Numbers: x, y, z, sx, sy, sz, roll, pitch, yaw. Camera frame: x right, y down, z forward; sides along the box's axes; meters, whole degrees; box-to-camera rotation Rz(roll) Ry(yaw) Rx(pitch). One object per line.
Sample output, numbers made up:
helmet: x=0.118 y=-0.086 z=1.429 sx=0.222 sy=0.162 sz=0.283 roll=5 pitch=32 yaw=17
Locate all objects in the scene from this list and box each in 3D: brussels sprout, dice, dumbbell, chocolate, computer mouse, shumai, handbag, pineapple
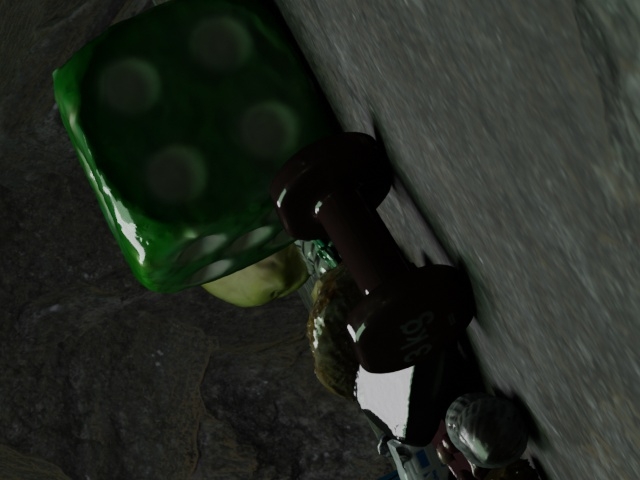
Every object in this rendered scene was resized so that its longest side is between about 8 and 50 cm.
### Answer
brussels sprout: x=-0.122 y=-0.018 z=2.465 sx=0.316 sy=0.242 sz=0.274 roll=140 pitch=128 yaw=-80
dice: x=-0.148 y=-0.126 z=1.728 sx=0.297 sy=0.300 sz=0.287 roll=64 pitch=172 yaw=11
dumbbell: x=0.049 y=0.011 z=1.368 sx=0.225 sy=0.124 sz=0.140 roll=60 pitch=174 yaw=33
chocolate: x=0.167 y=0.191 z=1.394 sx=0.072 sy=0.072 sz=0.167 roll=63 pitch=177 yaw=1
computer mouse: x=0.100 y=0.121 z=1.507 sx=0.122 sy=0.073 sz=0.217 roll=42 pitch=130 yaw=47
shumai: x=0.042 y=0.092 z=1.689 sx=0.209 sy=0.161 sz=0.153 roll=43 pitch=-173 yaw=-45
handbag: x=0.161 y=0.223 z=1.622 sx=0.216 sy=0.074 sz=0.203 roll=59 pitch=174 yaw=42
pineapple: x=0.226 y=0.304 z=1.425 sx=0.159 sy=0.074 sz=0.074 roll=55 pitch=174 yaw=5

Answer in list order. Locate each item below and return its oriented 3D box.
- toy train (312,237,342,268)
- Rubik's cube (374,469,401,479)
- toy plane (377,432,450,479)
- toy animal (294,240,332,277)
toy train: x=0.036 y=0.013 z=1.866 sx=0.104 sy=0.071 sz=0.178 roll=54 pitch=178 yaw=-24
Rubik's cube: x=0.139 y=0.528 z=2.298 sx=0.255 sy=0.259 sz=0.260 roll=62 pitch=179 yaw=1
toy plane: x=0.132 y=0.268 z=1.998 sx=0.182 sy=0.107 sz=0.273 roll=47 pitch=159 yaw=55
toy animal: x=0.000 y=0.005 z=2.101 sx=0.255 sy=0.090 sz=0.170 roll=58 pitch=170 yaw=23
